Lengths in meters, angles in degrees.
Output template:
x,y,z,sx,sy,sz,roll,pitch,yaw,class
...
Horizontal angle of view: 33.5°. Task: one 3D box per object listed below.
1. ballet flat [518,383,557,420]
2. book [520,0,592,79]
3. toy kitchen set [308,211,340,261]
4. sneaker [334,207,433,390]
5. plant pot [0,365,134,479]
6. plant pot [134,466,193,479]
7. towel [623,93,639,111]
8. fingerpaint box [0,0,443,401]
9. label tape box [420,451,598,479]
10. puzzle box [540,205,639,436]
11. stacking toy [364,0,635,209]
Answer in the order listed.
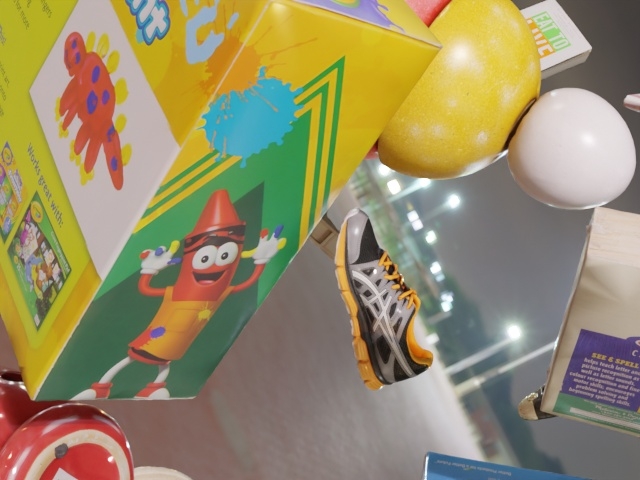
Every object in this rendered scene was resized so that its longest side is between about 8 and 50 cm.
x,y,z,sx,sy,sz,roll,pitch,yaw,class
0.298,0.153,1.211,0.049,0.173,0.057,52,19,-18,ballet flat
0.270,-0.256,1.407,0.096,0.144,0.035,60,-17,18,book
0.000,0.000,1.451,0.075,0.068,0.083,42,15,-14,toy kitchen set
0.071,0.063,1.215,0.084,0.083,0.215,-52,130,-67,sneaker
-0.285,0.223,1.012,0.191,0.174,0.191,-10,102,-53,plant pot
-0.193,0.508,1.330,0.305,0.334,0.334,33,-19,42,plant pot
0.447,-0.143,1.184,0.144,0.197,0.029,18,-76,43,towel
-0.156,-0.156,0.873,0.163,0.371,0.445,7,39,-41,fingerpaint box
0.228,0.450,1.321,0.115,0.249,0.347,92,9,-46,label tape box
0.394,0.108,0.847,0.272,0.409,0.052,86,20,-57,puzzle box
0.099,-0.171,1.096,0.480,0.350,0.350,35,-5,17,stacking toy
